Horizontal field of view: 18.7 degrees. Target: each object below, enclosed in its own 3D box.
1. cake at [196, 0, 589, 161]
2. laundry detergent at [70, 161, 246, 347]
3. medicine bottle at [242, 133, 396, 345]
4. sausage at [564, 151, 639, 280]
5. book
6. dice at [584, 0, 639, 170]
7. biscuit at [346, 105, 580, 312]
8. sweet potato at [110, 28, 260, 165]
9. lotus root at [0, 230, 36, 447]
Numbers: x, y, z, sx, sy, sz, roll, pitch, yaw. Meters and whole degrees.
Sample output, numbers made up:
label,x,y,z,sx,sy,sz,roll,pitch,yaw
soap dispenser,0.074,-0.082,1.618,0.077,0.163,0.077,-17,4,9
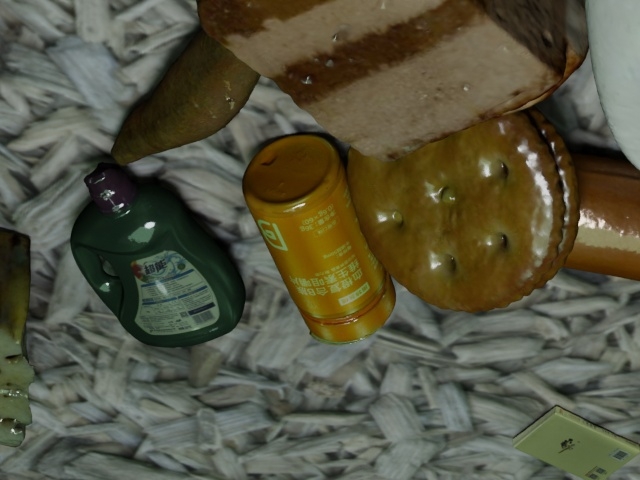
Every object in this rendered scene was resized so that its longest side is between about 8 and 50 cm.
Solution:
label,x,y,z,sx,sy,sz,roll,pitch,yaw
cake,0.067,-0.196,1.478,0.198,0.196,0.293,-25,134,35
laundry detergent,-0.170,0.009,1.831,0.144,0.078,0.222,-10,136,27
medicine bottle,0.000,0.000,1.777,0.096,0.096,0.192,-6,136,17
sausage,0.292,-0.014,1.707,0.274,0.105,0.105,10,139,-1
book,0.267,0.214,2.036,0.111,0.014,0.077,26,135,-19
dice,0.356,-0.176,1.321,0.304,0.277,0.304,3,154,23
biscuit,0.120,-0.043,1.660,0.220,0.066,0.221,16,118,32
sweet potato,-0.106,-0.124,1.679,0.077,0.077,0.243,24,143,-17
lotus root,-0.344,0.101,1.935,0.138,0.119,0.235,3,140,-2
